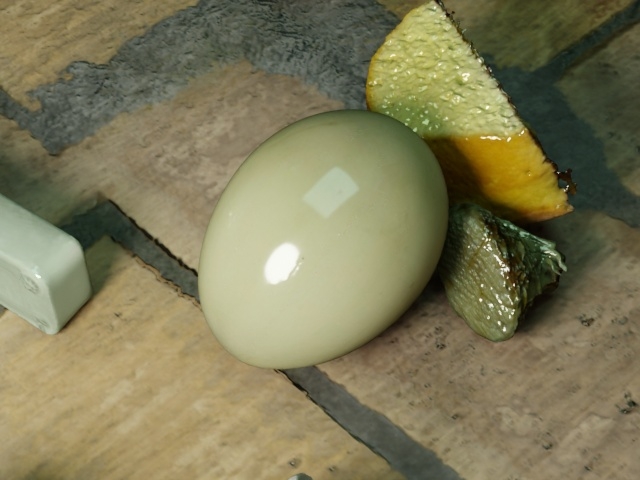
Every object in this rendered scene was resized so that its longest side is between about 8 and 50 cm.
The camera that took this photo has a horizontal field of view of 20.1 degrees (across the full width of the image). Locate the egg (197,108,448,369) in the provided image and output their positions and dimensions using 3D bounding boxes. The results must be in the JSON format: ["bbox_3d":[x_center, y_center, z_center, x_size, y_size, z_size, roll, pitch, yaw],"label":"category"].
[{"bbox_3d":[0.000,0.000,1.517,0.241,0.186,0.186,-45,60,-2],"label":"egg"}]

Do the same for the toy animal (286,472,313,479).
[{"bbox_3d":[-0.082,0.273,1.389,0.221,0.131,0.103,-31,93,9],"label":"toy animal"}]

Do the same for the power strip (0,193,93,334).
[{"bbox_3d":[-0.368,-0.041,1.634,0.385,0.091,0.062,30,58,23],"label":"power strip"}]

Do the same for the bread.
[{"bbox_3d":[0.113,-0.100,1.624,0.134,0.129,0.260,-33,45,2],"label":"bread"}]

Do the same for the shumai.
[{"bbox_3d":[0.161,0.018,1.556,0.087,0.099,0.123,-20,90,-29],"label":"shumai"}]
